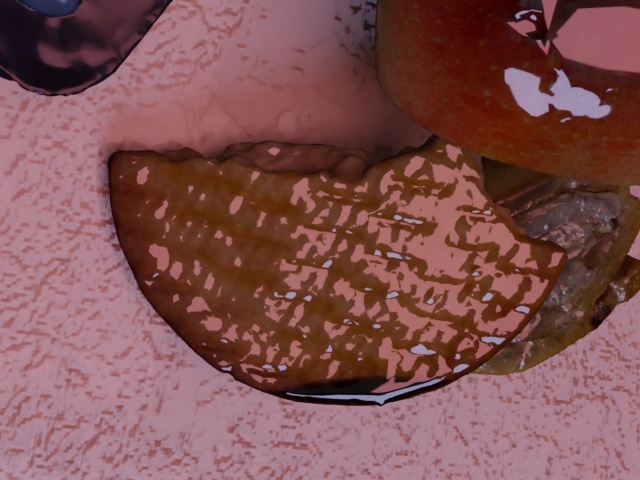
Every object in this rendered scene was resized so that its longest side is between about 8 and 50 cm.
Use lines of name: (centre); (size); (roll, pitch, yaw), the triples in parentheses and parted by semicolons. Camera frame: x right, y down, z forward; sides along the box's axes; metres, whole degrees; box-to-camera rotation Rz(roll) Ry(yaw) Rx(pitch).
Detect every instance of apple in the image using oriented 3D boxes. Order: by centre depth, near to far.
apple: (0.127, -0.129, 0.635); (0.188, 0.174, 0.207); (13, 59, 12)

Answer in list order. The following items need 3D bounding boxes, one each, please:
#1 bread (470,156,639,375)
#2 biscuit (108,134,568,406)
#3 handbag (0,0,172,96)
bread: (0.116, 0.008, 0.745); (0.156, 0.064, 0.117); (-32, 110, -11)
biscuit: (0.000, 0.000, 0.684); (0.228, 0.031, 0.176); (36, 94, -2)
handbag: (-0.155, -0.253, 0.563); (0.325, 0.118, 0.269); (40, 82, -29)
